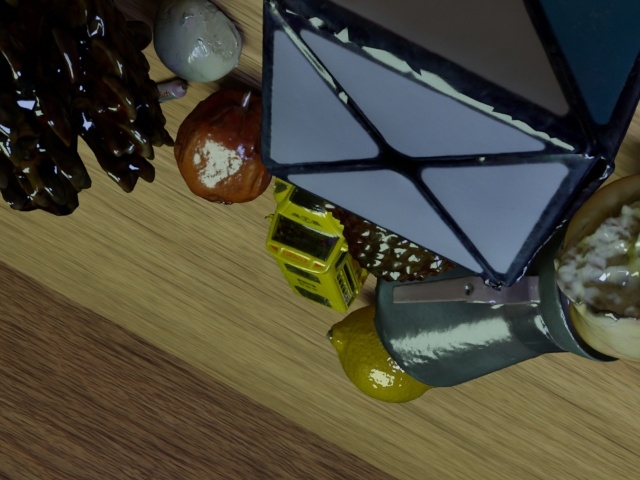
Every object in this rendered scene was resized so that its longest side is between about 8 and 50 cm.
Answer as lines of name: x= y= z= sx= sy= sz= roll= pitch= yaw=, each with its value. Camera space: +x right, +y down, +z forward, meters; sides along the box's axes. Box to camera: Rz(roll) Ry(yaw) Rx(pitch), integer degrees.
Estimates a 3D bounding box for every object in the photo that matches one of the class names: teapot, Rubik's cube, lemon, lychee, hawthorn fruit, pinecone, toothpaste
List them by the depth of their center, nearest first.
Rubik's cube: x=0.144 y=-0.184 z=1.009 sx=0.310 sy=0.305 sz=0.307 roll=28 pitch=156 yaw=7
lychee: x=0.130 y=-0.066 z=1.384 sx=0.271 sy=0.236 sz=0.236 roll=-8 pitch=142 yaw=30
pinecone: x=-0.385 y=-0.217 z=1.384 sx=0.397 sy=0.398 sz=0.398 roll=24 pitch=158 yaw=10
teapot: x=0.244 y=0.078 z=1.529 sx=0.300 sy=0.253 sz=0.344 roll=3 pitch=170 yaw=-41
hawthorn fruit: x=-0.140 y=-0.141 z=1.601 sx=0.173 sy=0.173 sz=0.179 roll=27 pitch=174 yaw=3
toothpaste: x=-0.256 y=-0.235 z=1.723 sx=0.045 sy=0.028 sz=0.170 roll=51 pitch=154 yaw=-23
lemon: x=0.130 y=0.216 z=2.071 sx=0.244 sy=0.187 sz=0.187 roll=25 pitch=158 yaw=6

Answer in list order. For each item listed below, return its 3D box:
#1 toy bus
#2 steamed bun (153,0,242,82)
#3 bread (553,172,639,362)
toy bus: x=0.000 y=0.000 z=1.747 sx=0.144 sy=0.152 sz=0.330 roll=22 pitch=165 yaw=16
steamed bun: x=-0.176 y=-0.268 z=1.466 sx=0.112 sy=0.091 sz=0.130 roll=10 pitch=153 yaw=41
bread: x=0.443 y=0.034 z=1.253 sx=0.315 sy=0.211 sz=0.270 roll=1 pitch=158 yaw=25
